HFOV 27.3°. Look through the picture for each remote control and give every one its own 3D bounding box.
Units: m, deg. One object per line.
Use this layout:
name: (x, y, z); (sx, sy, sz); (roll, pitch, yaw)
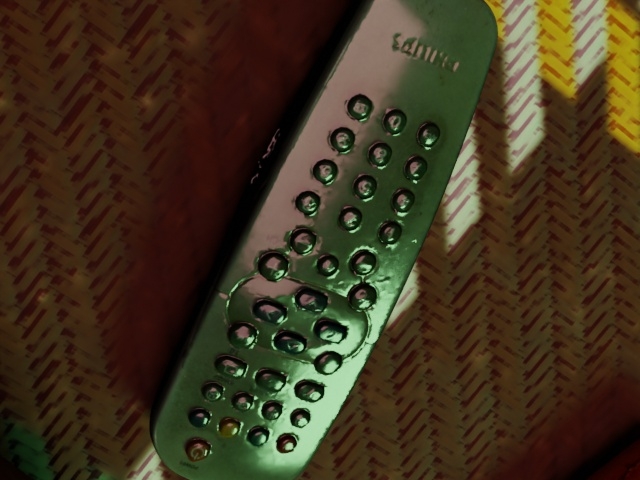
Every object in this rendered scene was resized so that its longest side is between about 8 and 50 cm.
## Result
remote control: (0.000, 0.000, 0.511); (0.072, 0.042, 0.222); (20, 105, -20)

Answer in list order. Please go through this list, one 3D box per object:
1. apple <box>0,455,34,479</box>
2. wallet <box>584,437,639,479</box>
apple: (-0.197, 0.186, 0.418); (0.309, 0.250, 0.278); (16, 105, -22)
wallet: (0.112, 0.200, 0.596); (0.204, 0.045, 0.142); (-38, 94, 3)
